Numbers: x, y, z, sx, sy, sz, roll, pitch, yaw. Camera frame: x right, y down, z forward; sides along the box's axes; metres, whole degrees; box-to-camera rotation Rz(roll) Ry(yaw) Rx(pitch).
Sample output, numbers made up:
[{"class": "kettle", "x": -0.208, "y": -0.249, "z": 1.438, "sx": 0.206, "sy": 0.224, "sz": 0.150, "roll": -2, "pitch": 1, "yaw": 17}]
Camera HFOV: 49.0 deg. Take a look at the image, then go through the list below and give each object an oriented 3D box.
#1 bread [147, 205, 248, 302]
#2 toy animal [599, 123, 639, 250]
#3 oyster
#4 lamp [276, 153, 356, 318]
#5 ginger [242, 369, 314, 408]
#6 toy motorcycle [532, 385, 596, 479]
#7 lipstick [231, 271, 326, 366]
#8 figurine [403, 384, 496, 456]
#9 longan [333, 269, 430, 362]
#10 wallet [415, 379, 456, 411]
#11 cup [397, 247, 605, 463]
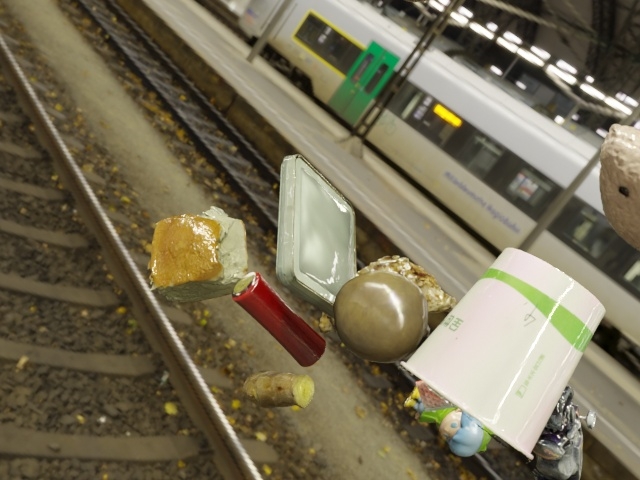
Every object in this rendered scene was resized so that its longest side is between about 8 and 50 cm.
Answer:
[{"class": "bread", "x": -0.343, "y": 0.037, "z": 2.022, "sx": 0.225, "sy": 0.250, "sz": 0.279, "roll": 51, "pitch": 29, "yaw": -55}, {"class": "toy animal", "x": 0.657, "y": -0.064, "z": 1.332, "sx": 0.358, "sy": 0.188, "sz": 0.226, "roll": 38, "pitch": 0, "yaw": -42}, {"class": "oyster", "x": 0.183, "y": 0.146, "z": 1.827, "sx": 0.395, "sy": 0.204, "sz": 0.111, "roll": -12, "pitch": 30, "yaw": -6}, {"class": "lamp", "x": 0.000, "y": 0.000, "z": 1.373, "sx": 0.269, "sy": 0.047, "sz": 0.267, "roll": 40, "pitch": 45, "yaw": -53}, {"class": "ginger", "x": -0.129, "y": 0.422, "z": 1.981, "sx": 0.262, "sy": 0.109, "sz": 0.116, "roll": -8, "pitch": -40, "yaw": 47}, {"class": "toy motorcycle", "x": 0.485, "y": 0.418, "z": 1.423, "sx": 0.108, "sy": 0.173, "sz": 0.307, "roll": 10, "pitch": -33, "yaw": 32}, {"class": "lipstick", "x": -0.085, "y": 0.168, "z": 1.475, "sx": 0.241, "sy": 0.080, "sz": 0.080, "roll": 49, "pitch": 7, "yaw": -25}, {"class": "figurine", "x": 0.371, "y": 0.504, "z": 1.996, "sx": 0.263, "sy": 0.162, "sz": 0.143, "roll": 30, "pitch": 33, "yaw": 10}, {"class": "longan", "x": 0.107, "y": 0.137, "z": 1.247, "sx": 0.189, "sy": 0.189, "sz": 0.189, "roll": 34, "pitch": 13, "yaw": -9}, {"class": "wallet", "x": 0.331, "y": 0.353, "z": 1.661, "sx": 0.020, "sy": 0.196, "sz": 0.103, "roll": -80, "pitch": 152, "yaw": -55}, {"class": "cup", "x": 0.300, "y": 0.170, "z": 1.133, "sx": 0.253, "sy": 0.274, "sz": 0.253, "roll": 35, "pitch": -4, "yaw": 3}]
